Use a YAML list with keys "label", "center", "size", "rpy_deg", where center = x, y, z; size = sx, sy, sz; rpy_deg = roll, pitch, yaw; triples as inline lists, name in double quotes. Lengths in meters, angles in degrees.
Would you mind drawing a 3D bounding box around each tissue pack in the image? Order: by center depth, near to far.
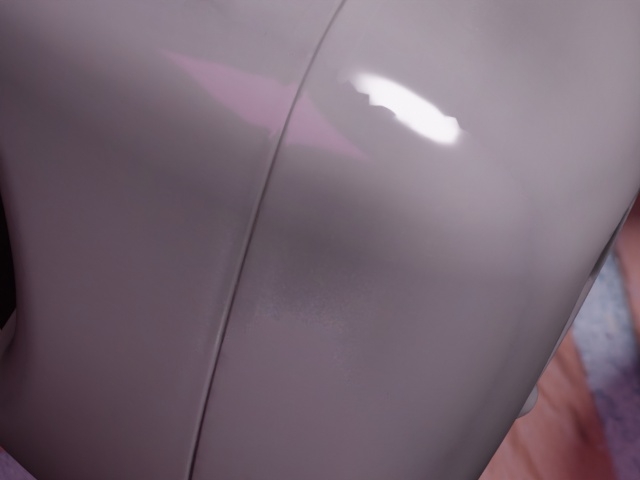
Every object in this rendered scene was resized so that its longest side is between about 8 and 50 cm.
- label: "tissue pack"
  center: [0.000, 0.000, 0.477]
  size: [0.236, 0.229, 0.333]
  rpy_deg: [25, 137, 9]

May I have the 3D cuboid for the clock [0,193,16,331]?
- label: "clock"
  center: [-0.125, -0.031, 0.704]
  size: [0.279, 0.049, 0.273]
  rpy_deg: [-8, 104, 31]
